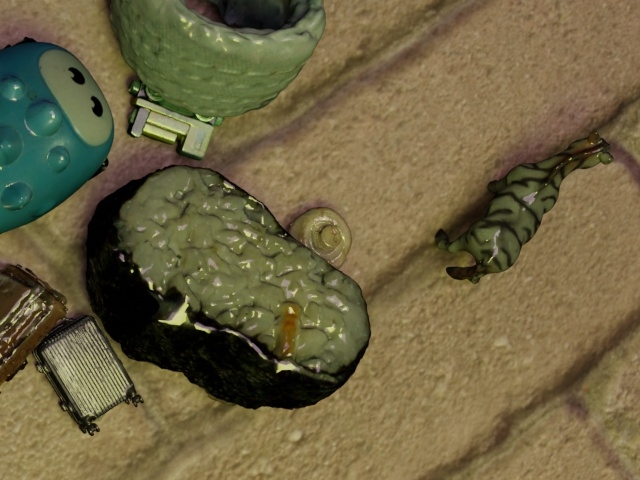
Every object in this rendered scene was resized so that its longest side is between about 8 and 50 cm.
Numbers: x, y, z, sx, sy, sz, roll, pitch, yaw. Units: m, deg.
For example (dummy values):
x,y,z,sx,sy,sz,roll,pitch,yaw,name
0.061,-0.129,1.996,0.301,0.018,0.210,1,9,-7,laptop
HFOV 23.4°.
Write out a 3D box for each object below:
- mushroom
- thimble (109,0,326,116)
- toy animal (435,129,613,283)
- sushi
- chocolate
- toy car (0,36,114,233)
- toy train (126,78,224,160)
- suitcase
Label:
x,y,z,sx,sy,sz,roll,pitch,yaw,name
0.000,0.000,1.895,0.083,0.067,0.084,4,78,-19,mushroom
-0.124,-0.268,1.786,0.250,0.172,0.205,30,57,-10,thimble
0.249,-0.049,1.947,0.090,0.170,0.255,39,91,-9,toy animal
-0.112,0.066,1.789,0.350,0.171,0.211,31,56,-14,sushi
-0.415,0.163,1.702,0.102,0.065,0.329,33,73,22,chocolate
-0.343,-0.111,1.699,0.255,0.190,0.188,-34,102,-22,toy car
-0.177,-0.148,1.848,0.122,0.050,0.081,18,91,-18,toy train
-0.271,0.152,1.783,0.086,0.059,0.126,-33,99,-21,suitcase
